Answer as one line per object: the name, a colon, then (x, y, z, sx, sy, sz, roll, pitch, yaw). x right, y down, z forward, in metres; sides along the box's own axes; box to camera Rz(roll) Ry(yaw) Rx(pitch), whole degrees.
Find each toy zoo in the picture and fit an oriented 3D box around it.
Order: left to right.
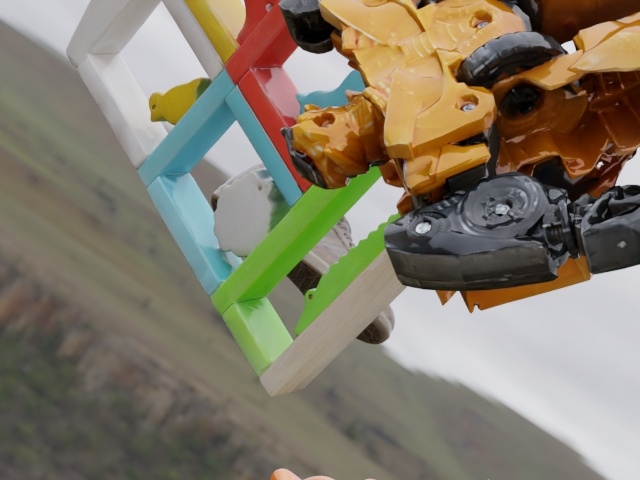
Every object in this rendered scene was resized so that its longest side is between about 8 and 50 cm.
toy zoo: (-0.039, -0.087, 1.089, 0.030, 0.192, 0.293, -9, 61, -48)

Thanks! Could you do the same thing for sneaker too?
sneaker: (0.000, 0.000, 1.521, 0.188, 0.071, 0.066, 40, -22, 25)

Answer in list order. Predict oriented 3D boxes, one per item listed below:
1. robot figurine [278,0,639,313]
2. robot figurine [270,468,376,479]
robot figurine: (0.129, -0.072, 0.663, 0.211, 0.291, 0.085, -111, 178, -48)
robot figurine: (0.017, 0.322, 1.997, 0.219, 0.158, 0.128, 44, -30, -24)
